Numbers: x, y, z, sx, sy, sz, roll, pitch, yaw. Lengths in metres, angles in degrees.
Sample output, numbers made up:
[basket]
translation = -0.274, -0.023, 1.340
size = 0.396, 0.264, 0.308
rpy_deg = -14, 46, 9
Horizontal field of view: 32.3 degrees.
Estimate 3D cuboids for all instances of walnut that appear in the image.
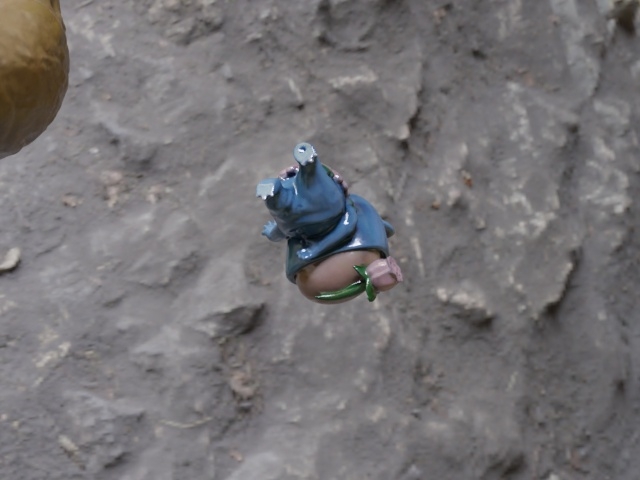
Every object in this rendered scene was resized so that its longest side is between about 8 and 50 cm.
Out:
[walnut]
translation = -0.470, -0.246, 1.423
size = 0.332, 0.332, 0.333
rpy_deg = 18, 66, -48

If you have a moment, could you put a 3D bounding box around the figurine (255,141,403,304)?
[figurine]
translation = 0.005, 0.001, 1.004
size = 0.178, 0.114, 0.145
rpy_deg = 55, 9, -49
